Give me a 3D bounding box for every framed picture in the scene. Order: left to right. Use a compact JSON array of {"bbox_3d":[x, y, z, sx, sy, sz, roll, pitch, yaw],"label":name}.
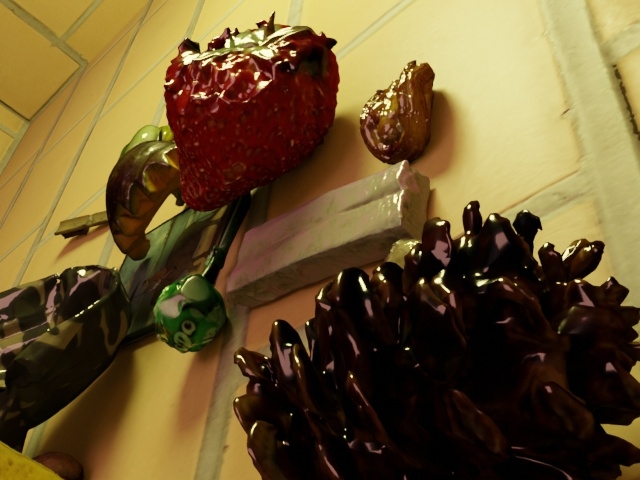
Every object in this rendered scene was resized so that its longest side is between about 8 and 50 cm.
[{"bbox_3d":[-0.258,0.052,1.204,0.347,0.016,0.265,-24,40,41],"label":"framed picture"}]

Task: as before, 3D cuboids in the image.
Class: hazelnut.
[{"bbox_3d":[-0.356,0.321,0.982,0.086,0.086,0.086,-36,32,27],"label":"hazelnut"}]

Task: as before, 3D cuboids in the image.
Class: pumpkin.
[{"bbox_3d":[-0.303,-0.091,1.189,0.254,0.149,0.130,-52,-16,27],"label":"pumpkin"}]

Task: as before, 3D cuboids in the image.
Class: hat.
[{"bbox_3d":[-0.410,0.236,1.102,0.366,0.257,0.382,-150,58,-61],"label":"hat"}]

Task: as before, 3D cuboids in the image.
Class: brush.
[{"bbox_3d":[-0.523,-0.038,1.673,0.247,0.036,0.043,-10,53,42],"label":"brush"}]

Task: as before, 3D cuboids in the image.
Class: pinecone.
[{"bbox_3d":[0.075,0.107,0.454,0.272,0.224,0.224,-35,32,15],"label":"pinecone"}]

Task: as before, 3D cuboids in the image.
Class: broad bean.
[{"bbox_3d":[-0.368,-0.171,1.535,0.228,0.100,0.169,-25,31,42],"label":"broad bean"}]

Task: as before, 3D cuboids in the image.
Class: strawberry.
[{"bbox_3d":[-0.095,-0.172,1.042,0.260,0.258,0.261,-8,29,4],"label":"strawberry"}]

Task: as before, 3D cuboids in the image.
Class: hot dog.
[{"bbox_3d":[0.097,-0.157,0.880,0.099,0.065,0.147,-36,33,45],"label":"hot dog"}]

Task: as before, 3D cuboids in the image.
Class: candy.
[{"bbox_3d":[-0.141,0.022,1.027,0.097,0.097,0.324,-29,27,35],"label":"candy"}]

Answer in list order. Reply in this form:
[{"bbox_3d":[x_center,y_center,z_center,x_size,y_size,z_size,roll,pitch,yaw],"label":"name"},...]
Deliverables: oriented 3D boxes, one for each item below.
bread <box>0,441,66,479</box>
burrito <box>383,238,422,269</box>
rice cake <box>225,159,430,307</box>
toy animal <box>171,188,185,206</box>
[{"bbox_3d":[-0.318,0.346,0.645,0.143,0.324,0.333,-32,33,18],"label":"bread"},{"bbox_3d":[0.110,0.035,0.661,0.058,0.045,0.188,-49,26,-9],"label":"burrito"},{"bbox_3d":[0.001,-0.002,0.854,0.297,0.050,0.106,-23,41,42],"label":"rice cake"},{"bbox_3d":[-0.191,-0.118,1.242,0.219,0.069,0.086,-25,14,35],"label":"toy animal"}]
